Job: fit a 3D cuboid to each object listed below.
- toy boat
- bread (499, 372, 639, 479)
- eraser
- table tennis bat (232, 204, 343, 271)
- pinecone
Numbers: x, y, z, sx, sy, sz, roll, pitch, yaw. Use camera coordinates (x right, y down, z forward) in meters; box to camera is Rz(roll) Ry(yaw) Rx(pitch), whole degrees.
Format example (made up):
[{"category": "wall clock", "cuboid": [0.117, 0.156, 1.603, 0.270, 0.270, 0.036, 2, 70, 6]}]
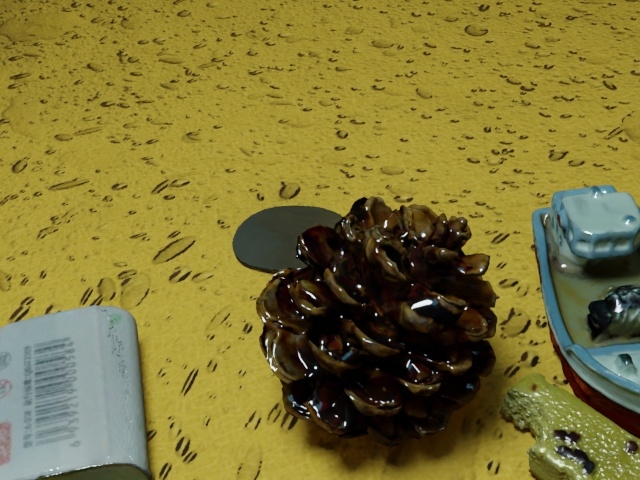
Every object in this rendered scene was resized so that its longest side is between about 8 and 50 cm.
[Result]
[{"category": "toy boat", "cuboid": [0.316, 0.058, 1.013, 0.145, 0.133, 0.331, -5, 41, 1]}, {"category": "bread", "cuboid": [0.262, 0.213, 0.906, 0.088, 0.049, 0.226, -33, 46, -26]}, {"category": "eraser", "cuboid": [-0.273, 0.180, 1.005, 0.174, 0.081, 0.227, -9, 40, -8]}, {"category": "table tennis bat", "cuboid": [0.000, 0.000, 1.219, 0.235, 0.022, 0.131, 3, 41, 16]}, {"category": "pinecone", "cuboid": [0.058, 0.070, 0.950, 0.244, 0.257, 0.243, 2, 30, -1]}]
